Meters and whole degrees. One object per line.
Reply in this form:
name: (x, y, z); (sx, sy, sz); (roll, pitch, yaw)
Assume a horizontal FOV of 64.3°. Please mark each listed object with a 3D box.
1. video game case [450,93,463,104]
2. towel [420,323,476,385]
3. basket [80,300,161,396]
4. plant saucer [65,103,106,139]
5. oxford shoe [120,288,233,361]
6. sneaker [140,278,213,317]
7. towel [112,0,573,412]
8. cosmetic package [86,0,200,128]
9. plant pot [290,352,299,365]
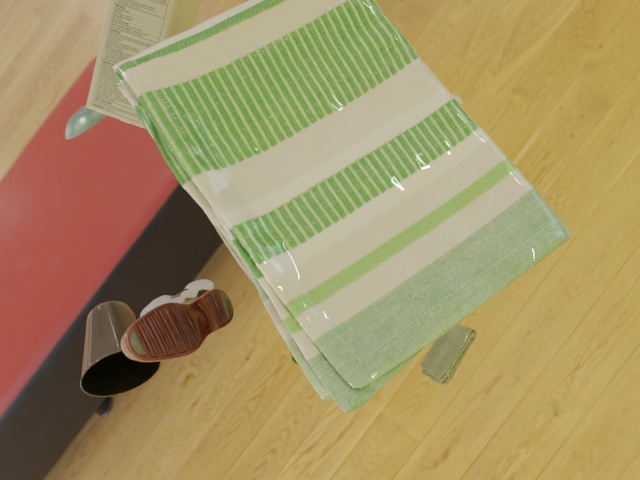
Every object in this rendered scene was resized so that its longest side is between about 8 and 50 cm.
video game case: (0.313, -0.401, 1.635); (0.227, 0.026, 0.206); (-37, 29, 4)
towel: (0.292, 0.258, 1.170); (0.148, 0.027, 0.110); (-59, 18, -6)
basket: (-0.567, 0.286, 1.408); (0.204, 0.154, 0.227); (-21, 40, -18)
plant saucer: (-0.671, -0.367, 1.476); (0.194, 0.037, 0.195); (-23, 34, 17)
oxford shoe: (-0.337, 0.209, 1.168); (0.130, 0.348, 0.123); (-25, 85, 23)
sneaker: (-0.458, 0.246, 1.700); (0.101, 0.268, 0.153); (10, 119, 45)
towel: (0.017, -0.068, 0.414); (0.247, 0.038, 0.325); (-34, 79, -15)
cosmetic package: (-0.399, -0.421, 1.148); (0.160, 0.113, 0.310); (22, 101, 9)
plant pot: (0.020, 0.180, 1.494); (0.274, 0.275, 0.294); (-25, 57, 16)
